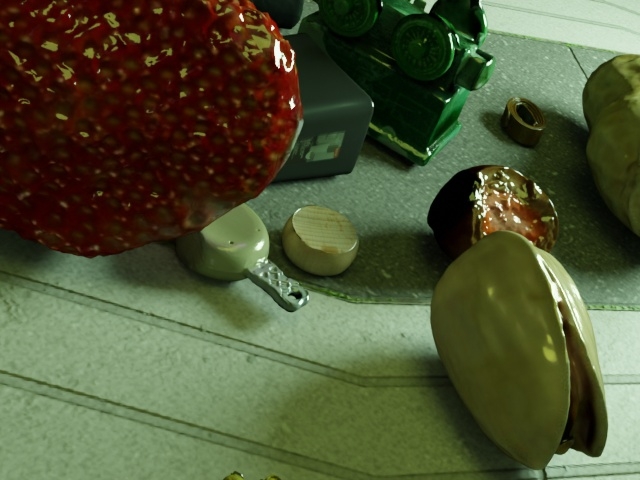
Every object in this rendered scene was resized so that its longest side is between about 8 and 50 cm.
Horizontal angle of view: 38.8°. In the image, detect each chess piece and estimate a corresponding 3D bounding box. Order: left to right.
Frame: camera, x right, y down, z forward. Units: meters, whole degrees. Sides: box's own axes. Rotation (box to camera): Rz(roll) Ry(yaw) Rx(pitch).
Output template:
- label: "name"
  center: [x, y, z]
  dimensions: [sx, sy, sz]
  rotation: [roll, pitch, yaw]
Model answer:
- label: "chess piece"
  center: [0.000, 0.000, 0.972]
  dimensions: [0.083, 0.038, 0.084]
  rotation: [16, 39, -13]

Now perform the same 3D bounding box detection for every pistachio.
- label: "pistachio"
  center: [0.193, 0.102, 0.857]
  dimensions: [0.157, 0.157, 0.230]
  rotation: [0, 55, -26]

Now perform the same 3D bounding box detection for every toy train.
- label: "toy train"
  center: [0.092, -0.247, 1.175]
  dimensions: [0.266, 0.202, 0.145]
  rotation: [32, 40, 13]

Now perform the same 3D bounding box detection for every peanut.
- label: "peanut"
  center: [0.454, -0.133, 1.254]
  dimensions: [0.192, 0.170, 0.387]
  rotation: [13, 35, -6]

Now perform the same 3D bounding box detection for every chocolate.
- label: "chocolate"
  center: [0.199, -0.018, 1.028]
  dimensions: [0.133, 0.124, 0.127]
  rotation: [36, 19, -14]

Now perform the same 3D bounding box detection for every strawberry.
- label: "strawberry"
  center: [-0.189, -0.139, 0.837]
  dimensions: [0.351, 0.312, 0.267]
  rotation: [16, 14, 1]

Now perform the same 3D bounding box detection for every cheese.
- label: "cheese"
  center: [-0.086, 0.013, 0.905]
  dimensions: [0.092, 0.048, 0.171]
  rotation: [-11, 50, -34]

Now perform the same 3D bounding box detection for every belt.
- label: "belt"
  center: [0.293, -0.173, 1.324]
  dimensions: [0.059, 0.036, 0.083]
  rotation: [3, 41, -13]

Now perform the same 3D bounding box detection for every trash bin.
- label: "trash bin"
  center: [-0.083, -0.148, 1.046]
  dimensions: [0.225, 0.115, 0.165]
  rotation: [-13, 49, -34]

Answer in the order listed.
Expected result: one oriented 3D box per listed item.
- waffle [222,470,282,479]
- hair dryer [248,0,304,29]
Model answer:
- label: "waffle"
  center: [-0.034, 0.256, 0.629]
  dimensions: [0.193, 0.070, 0.197]
  rotation: [39, 38, 21]
- label: "hair dryer"
  center: [-0.116, -0.372, 1.193]
  dimensions: [0.244, 0.116, 0.302]
  rotation: [5, 0, -19]
